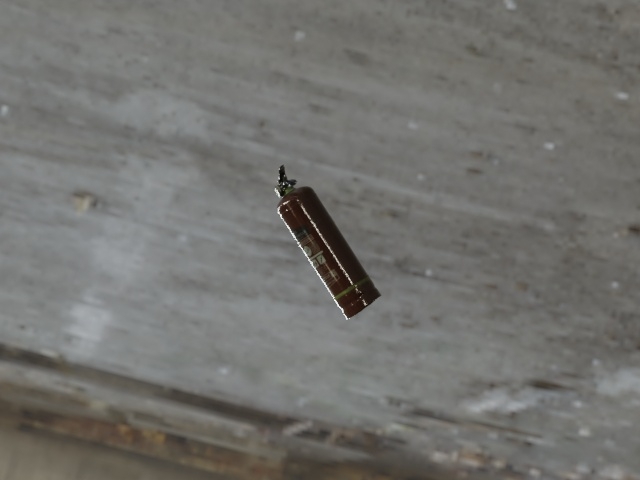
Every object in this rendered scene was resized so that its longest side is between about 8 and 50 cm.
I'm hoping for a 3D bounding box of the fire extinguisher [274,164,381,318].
[{"bbox_3d":[0.000,0.000,1.375,0.158,0.043,0.064,58,164,3],"label":"fire extinguisher"}]
